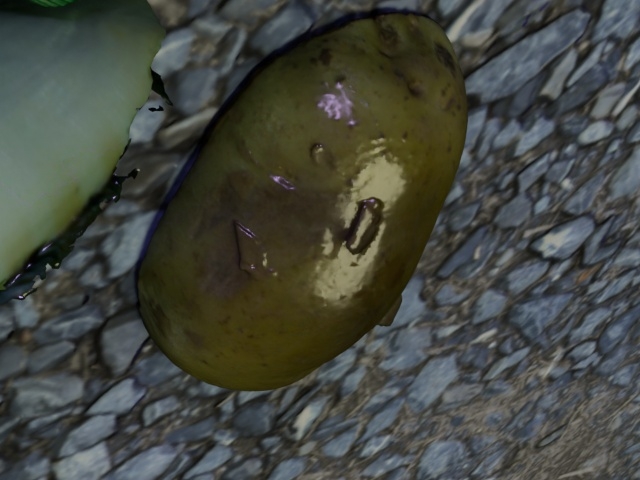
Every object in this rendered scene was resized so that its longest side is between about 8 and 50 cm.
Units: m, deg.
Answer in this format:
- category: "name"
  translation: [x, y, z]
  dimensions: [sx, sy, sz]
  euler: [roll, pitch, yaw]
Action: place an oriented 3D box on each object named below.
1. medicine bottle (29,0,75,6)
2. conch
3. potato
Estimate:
- category: "medicine bottle"
  translation: [-0.183, -0.160, 0.567]
  dimensions: [0.111, 0.076, 0.309]
  euler: [-38, 152, 17]
- category: "conch"
  translation: [-0.163, -0.033, 0.683]
  dimensions: [0.251, 0.143, 0.137]
  euler: [-13, 103, -28]
- category: "potato"
  translation: [0.000, 0.000, 0.951]
  dimensions: [0.160, 0.111, 0.271]
  euler: [-2, 135, -49]
